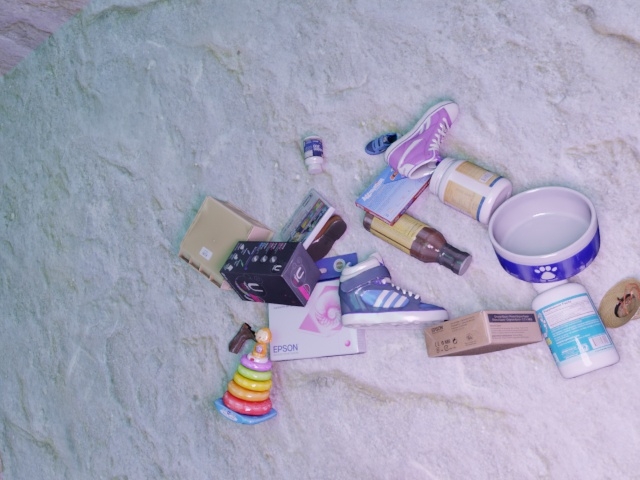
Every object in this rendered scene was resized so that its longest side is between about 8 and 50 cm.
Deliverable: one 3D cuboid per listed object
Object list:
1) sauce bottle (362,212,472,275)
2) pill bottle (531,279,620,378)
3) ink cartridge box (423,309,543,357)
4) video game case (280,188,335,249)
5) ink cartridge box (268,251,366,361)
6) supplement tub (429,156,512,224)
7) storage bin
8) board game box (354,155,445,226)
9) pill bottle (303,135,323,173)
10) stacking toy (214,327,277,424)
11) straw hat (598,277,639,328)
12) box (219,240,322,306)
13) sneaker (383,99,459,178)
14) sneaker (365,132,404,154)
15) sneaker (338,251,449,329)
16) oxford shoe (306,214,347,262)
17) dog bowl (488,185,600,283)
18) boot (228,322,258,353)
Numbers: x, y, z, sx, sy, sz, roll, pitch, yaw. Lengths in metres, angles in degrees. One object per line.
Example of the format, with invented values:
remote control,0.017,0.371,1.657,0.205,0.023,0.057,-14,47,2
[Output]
sauce bottle,0.290,-0.003,1.744,0.345,0.111,0.111,33,96,29
pill bottle,0.637,0.209,1.483,0.146,0.146,0.263,-27,67,22
ink cartridge box,0.420,0.246,1.517,0.235,0.194,0.088,-32,60,53
video game case,-0.047,-0.060,1.944,0.201,0.023,0.183,-53,31,8
ink cartridge box,-0.022,0.218,1.893,0.325,0.071,0.329,-12,75,27
supplement tub,0.432,-0.148,1.675,0.200,0.144,0.144,33,96,30
storage bin,-0.347,0.011,2.086,0.262,0.123,0.260,33,96,30
board game box,0.249,-0.178,1.786,0.145,0.027,0.281,33,71,30
pill bottle,-0.023,-0.296,2.005,0.067,0.067,0.120,-12,74,26
stacking toy,-0.212,0.426,1.872,0.175,0.166,0.301,19,97,31
straw hat,0.778,0.170,1.458,0.061,0.144,0.144,26,93,-12
box,-0.162,0.105,1.878,0.271,0.165,0.143,0,49,36
sneaker,0.345,-0.293,1.751,0.282,0.102,0.161,-45,48,0
sneaker,0.207,-0.320,1.888,0.144,0.059,0.053,-14,75,27
sneaker,0.213,0.140,1.729,0.323,0.130,0.236,-3,69,11
oxford shoe,0.000,0.000,1.935,0.212,0.076,0.076,-44,31,10
dog bowl,0.584,-0.018,1.515,0.265,0.104,0.264,-20,38,16
boot,-0.267,0.359,2.013,0.114,0.037,0.106,-53,47,5
